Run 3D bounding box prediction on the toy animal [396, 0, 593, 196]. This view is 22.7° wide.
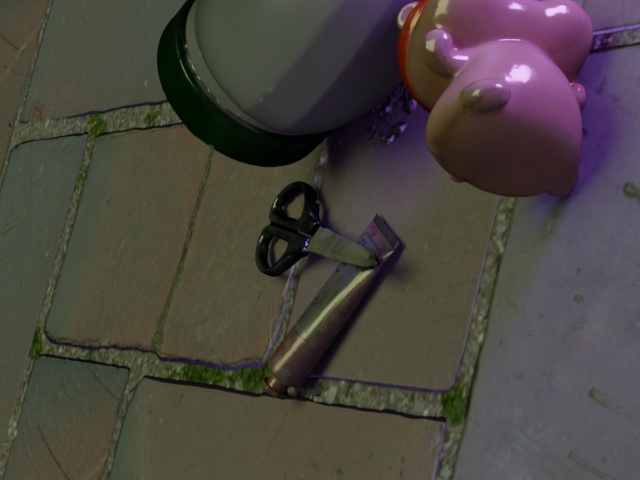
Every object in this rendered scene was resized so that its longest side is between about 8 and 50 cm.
[{"bbox_3d":[0.151,-0.141,1.372,0.171,0.171,0.197,-47,36,35],"label":"toy animal"}]

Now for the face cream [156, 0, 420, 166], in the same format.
[{"bbox_3d":[0.005,-0.248,1.589,0.357,0.219,0.312,-44,23,46],"label":"face cream"}]

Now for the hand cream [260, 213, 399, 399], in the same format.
[{"bbox_3d":[0.009,0.071,1.599,0.209,0.043,0.067,-56,28,14],"label":"hand cream"}]

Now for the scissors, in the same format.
[{"bbox_3d":[0.000,0.000,1.636,0.300,0.022,0.109,19,86,66],"label":"scissors"}]
